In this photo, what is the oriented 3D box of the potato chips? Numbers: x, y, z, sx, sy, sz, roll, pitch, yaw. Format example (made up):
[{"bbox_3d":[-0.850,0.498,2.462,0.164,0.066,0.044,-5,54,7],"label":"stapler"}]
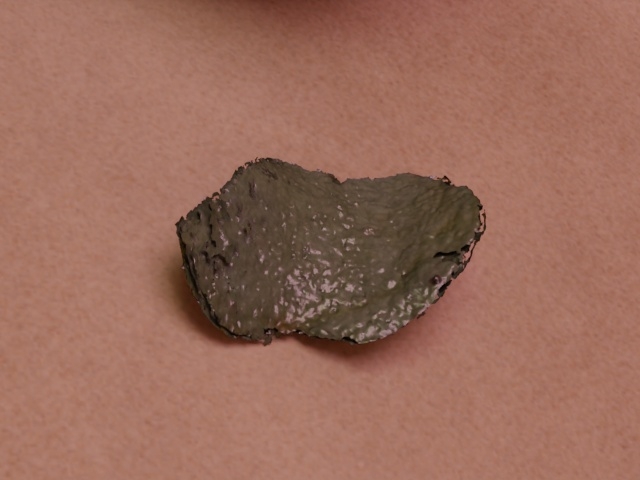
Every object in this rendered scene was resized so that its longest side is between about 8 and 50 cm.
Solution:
[{"bbox_3d":[0.002,-0.004,1.297,0.228,0.059,0.167,1,48,-23],"label":"potato chips"}]
